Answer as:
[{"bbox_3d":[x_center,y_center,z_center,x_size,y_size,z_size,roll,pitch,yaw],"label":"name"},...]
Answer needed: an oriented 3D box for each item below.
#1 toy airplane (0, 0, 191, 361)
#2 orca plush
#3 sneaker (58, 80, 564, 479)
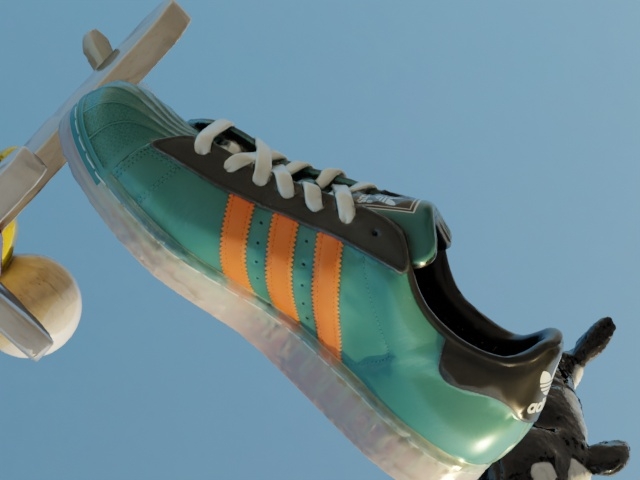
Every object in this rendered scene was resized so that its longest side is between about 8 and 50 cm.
[{"bbox_3d":[-0.275,0.005,1.473,0.272,0.386,0.384,46,-139,-36],"label":"toy airplane"},{"bbox_3d":[0.167,0.120,1.467,0.287,0.151,0.102,-42,-56,-50],"label":"orca plush"},{"bbox_3d":[0.000,0.000,1.030,0.302,0.121,0.108,41,-158,1],"label":"sneaker"}]
